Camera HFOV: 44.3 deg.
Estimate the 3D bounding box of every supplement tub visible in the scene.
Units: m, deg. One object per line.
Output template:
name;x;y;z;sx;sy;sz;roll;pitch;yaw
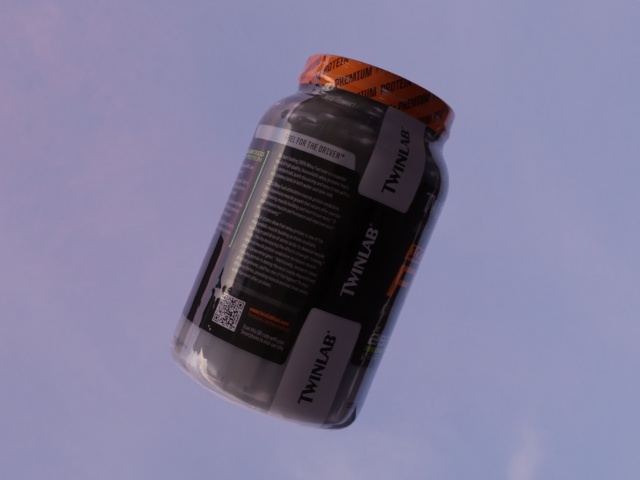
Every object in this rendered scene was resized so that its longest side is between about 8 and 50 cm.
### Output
supplement tub;0.000;0.000;0.449;0.117;0.117;0.190;22;-89;-22
